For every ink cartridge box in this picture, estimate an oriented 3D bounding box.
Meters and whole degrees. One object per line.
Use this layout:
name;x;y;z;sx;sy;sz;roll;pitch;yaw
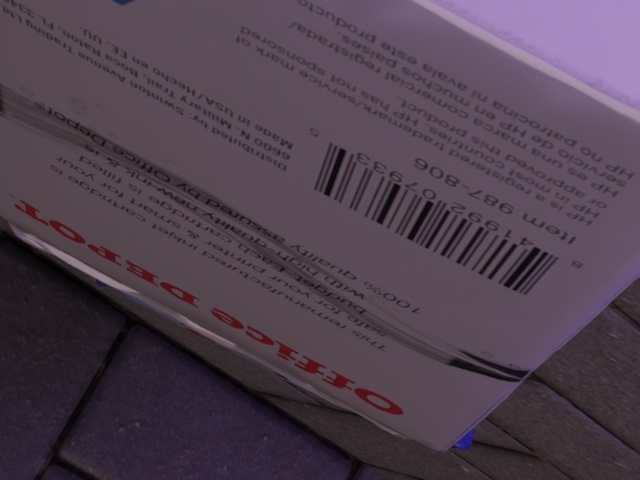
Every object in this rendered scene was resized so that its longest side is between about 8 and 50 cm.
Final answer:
ink cartridge box;0.000;-0.081;0.569;0.285;0.166;0.395;29;159;3

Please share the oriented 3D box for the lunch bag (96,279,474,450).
lunch bag;0.000;0.000;1.221;0.327;0.239;0.385;28;178;-3
